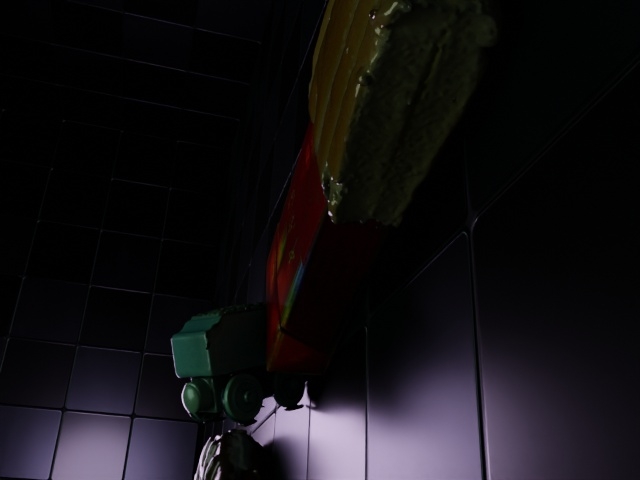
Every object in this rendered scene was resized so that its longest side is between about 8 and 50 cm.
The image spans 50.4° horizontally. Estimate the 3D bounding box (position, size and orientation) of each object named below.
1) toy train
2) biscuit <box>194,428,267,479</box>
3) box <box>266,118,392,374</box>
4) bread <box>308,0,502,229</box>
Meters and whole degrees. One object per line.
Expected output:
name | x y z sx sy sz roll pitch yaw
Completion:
toy train | -0.111 0.174 0.981 0.112 0.203 0.163 -13 84 41
biscuit | -0.180 0.515 1.238 0.268 0.115 0.366 -148 69 -75
box | 0.000 0.000 0.859 0.197 0.089 0.313 -96 19 -46
bread | 0.062 -0.168 0.646 0.246 0.111 0.239 111 163 -44
